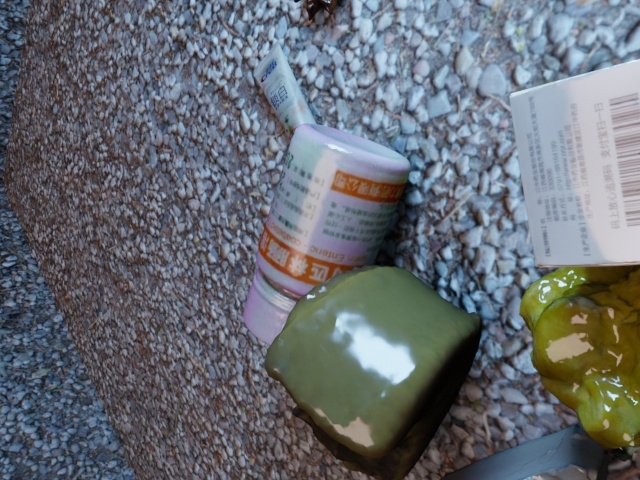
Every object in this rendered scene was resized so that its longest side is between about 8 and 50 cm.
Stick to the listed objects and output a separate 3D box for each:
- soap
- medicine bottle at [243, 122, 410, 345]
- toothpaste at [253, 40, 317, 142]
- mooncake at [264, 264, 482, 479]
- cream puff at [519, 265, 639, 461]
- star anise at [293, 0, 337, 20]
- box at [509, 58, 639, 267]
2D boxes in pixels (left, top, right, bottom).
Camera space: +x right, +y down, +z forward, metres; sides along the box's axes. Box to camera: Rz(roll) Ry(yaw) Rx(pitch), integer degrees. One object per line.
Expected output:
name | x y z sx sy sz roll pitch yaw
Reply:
soap | 0.291 0.382 0.820 0.302 0.158 0.258 11 110 40
medicine bottle | 0.000 0.000 0.948 0.219 0.219 0.389 34 113 34
toothpaste | -0.058 -0.271 1.087 0.100 0.066 0.323 -40 66 37
mooncake | 0.076 0.238 0.834 0.246 0.393 0.394 36 120 30
cream puff | 0.401 0.114 0.604 0.270 0.323 0.274 -50 30 10
star anise | 0.001 -0.508 0.982 0.167 0.057 0.168 0 90 47
box | 0.336 -0.083 0.556 0.145 0.332 0.173 -9 92 40
